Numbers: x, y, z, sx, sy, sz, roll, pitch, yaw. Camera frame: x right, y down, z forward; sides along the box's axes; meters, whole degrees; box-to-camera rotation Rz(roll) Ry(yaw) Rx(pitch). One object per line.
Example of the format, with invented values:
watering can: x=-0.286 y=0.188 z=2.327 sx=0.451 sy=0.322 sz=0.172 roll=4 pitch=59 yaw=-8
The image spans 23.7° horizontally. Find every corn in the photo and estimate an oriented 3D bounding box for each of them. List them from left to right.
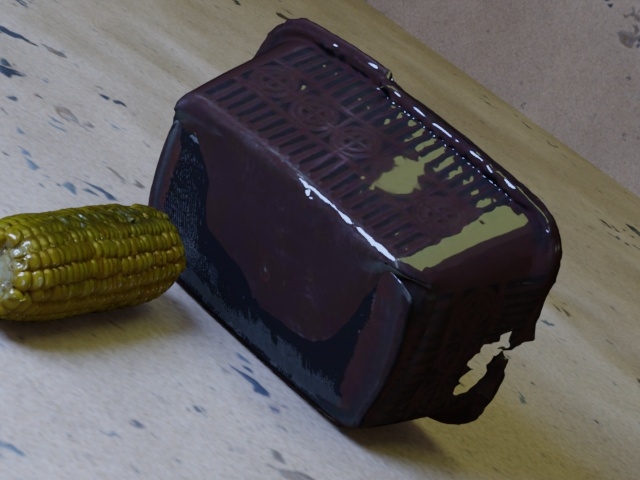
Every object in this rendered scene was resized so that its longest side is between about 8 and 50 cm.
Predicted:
corn: x=-0.143 y=0.012 z=0.924 sx=0.068 sy=0.068 sz=0.207 roll=37 pitch=15 yaw=15

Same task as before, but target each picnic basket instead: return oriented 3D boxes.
picnic basket: x=0.000 y=0.000 z=1.052 sx=0.129 sy=0.222 sz=0.297 roll=-20 pitch=51 yaw=-43
